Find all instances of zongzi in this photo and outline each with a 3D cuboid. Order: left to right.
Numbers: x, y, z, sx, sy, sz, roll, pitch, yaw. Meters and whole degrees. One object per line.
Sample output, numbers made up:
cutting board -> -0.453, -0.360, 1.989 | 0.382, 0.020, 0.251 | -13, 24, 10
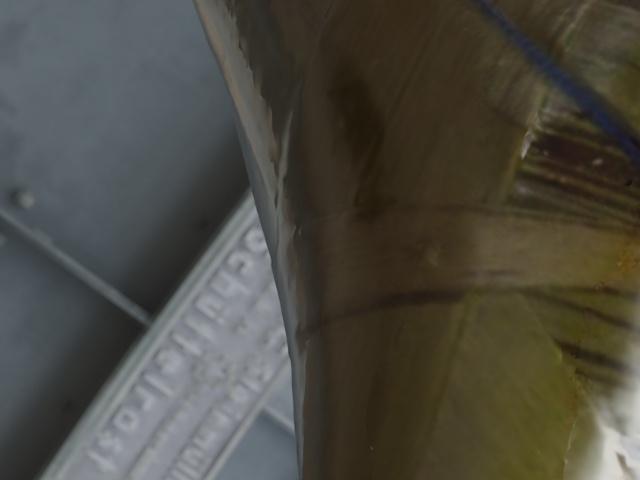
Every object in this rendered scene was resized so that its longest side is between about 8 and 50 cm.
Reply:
zongzi -> 0.000, 0.000, 0.445 | 0.260, 0.123, 0.289 | 27, -113, 39
